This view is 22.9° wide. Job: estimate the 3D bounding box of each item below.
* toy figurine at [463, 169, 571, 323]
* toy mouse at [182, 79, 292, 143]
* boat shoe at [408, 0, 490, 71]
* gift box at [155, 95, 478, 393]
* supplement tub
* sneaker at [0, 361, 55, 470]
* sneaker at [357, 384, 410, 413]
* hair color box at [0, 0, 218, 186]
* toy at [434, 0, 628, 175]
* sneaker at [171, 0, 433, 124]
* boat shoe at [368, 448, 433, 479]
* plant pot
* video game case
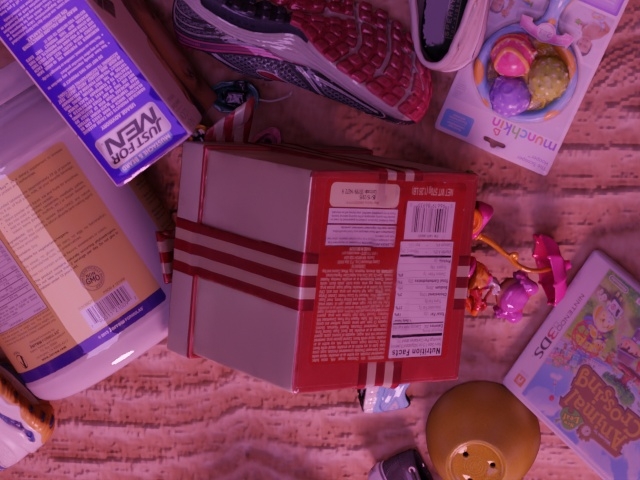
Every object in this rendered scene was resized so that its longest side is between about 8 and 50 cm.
[{"bbox_3d":[0.190,0.034,1.727,0.159,0.130,0.173,27,103,-8],"label":"toy figurine"},{"bbox_3d":[-0.084,-0.129,1.772,0.143,0.031,0.161,-38,97,18],"label":"toy mouse"},{"bbox_3d":[0.137,-0.308,1.638,0.096,0.088,0.267,14,104,16],"label":"boat shoe"},{"bbox_3d":[0.000,0.000,1.633,0.258,0.255,0.276,13,96,51],"label":"gift box"},{"bbox_3d":[-0.300,-0.017,1.736,0.241,0.241,0.331,-31,98,17],"label":"supplement tub"},{"bbox_3d":[-0.457,0.158,1.878,0.131,0.112,0.296,-40,95,10],"label":"sneaker"},{"bbox_3d":[0.089,0.123,1.809,0.073,0.063,0.162,6,112,-11],"label":"sneaker"},{"bbox_3d":[-0.259,-0.236,1.645,0.110,0.185,0.339,-33,102,14],"label":"hair color box"},{"bbox_3d":[0.225,-0.194,1.683,0.137,0.056,0.237,24,109,4],"label":"toy"},{"bbox_3d":[-0.017,-0.209,1.706,0.299,0.121,0.112,28,138,1],"label":"sneaker"},{"bbox_3d":[0.150,0.341,1.848,0.076,0.080,0.228,-35,90,19],"label":"boat shoe"},{"bbox_3d":[0.182,0.239,1.797,0.134,0.095,0.134,3,106,9],"label":"plant pot"},{"bbox_3d":[0.323,0.148,1.724,0.212,0.023,0.193,44,113,31],"label":"video game case"}]
